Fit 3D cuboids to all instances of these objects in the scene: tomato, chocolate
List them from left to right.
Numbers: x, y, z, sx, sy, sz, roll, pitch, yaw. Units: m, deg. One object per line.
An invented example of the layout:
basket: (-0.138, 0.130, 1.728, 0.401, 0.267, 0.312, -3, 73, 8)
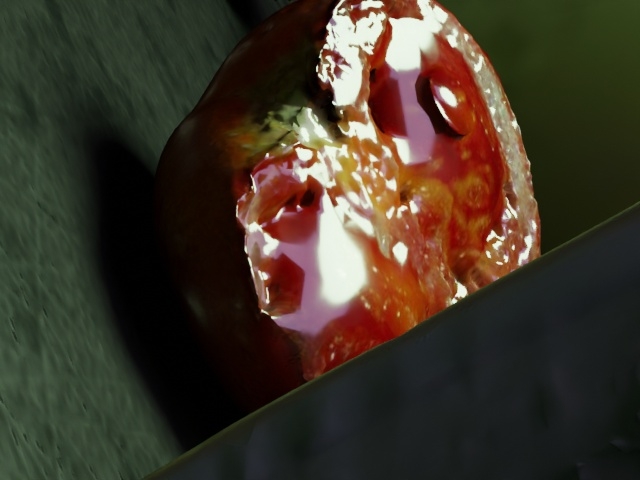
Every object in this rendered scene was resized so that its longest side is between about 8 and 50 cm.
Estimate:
tomato: (0.000, 0.000, 0.786, 0.200, 0.139, 0.233, 50, 50, -30)
chocolate: (0.153, -0.078, 1.266, 0.326, 0.314, 0.297, 62, 7, -6)

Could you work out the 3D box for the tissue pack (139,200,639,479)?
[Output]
tissue pack: (0.122, 0.160, 0.480, 0.205, 0.331, 0.405, 66, 10, 29)
